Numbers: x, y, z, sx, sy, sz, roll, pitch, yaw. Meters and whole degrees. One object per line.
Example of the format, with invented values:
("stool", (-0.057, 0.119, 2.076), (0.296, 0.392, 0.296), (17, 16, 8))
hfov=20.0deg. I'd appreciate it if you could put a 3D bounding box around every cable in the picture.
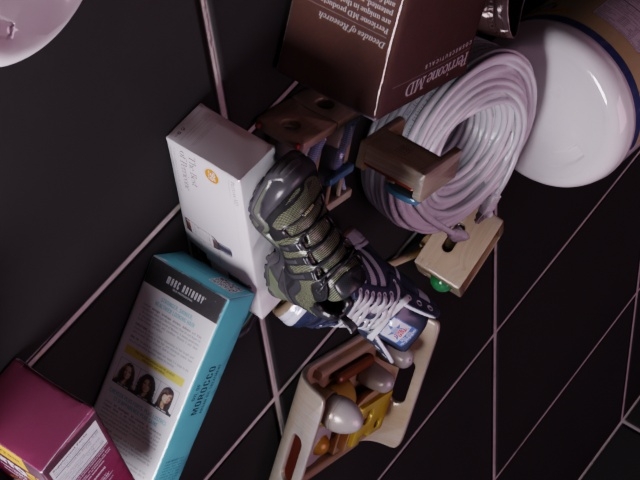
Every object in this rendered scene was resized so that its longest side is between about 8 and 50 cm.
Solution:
("cable", (0.159, -0.128, 2.211), (0.257, 0.089, 0.257), (10, 114, -56))

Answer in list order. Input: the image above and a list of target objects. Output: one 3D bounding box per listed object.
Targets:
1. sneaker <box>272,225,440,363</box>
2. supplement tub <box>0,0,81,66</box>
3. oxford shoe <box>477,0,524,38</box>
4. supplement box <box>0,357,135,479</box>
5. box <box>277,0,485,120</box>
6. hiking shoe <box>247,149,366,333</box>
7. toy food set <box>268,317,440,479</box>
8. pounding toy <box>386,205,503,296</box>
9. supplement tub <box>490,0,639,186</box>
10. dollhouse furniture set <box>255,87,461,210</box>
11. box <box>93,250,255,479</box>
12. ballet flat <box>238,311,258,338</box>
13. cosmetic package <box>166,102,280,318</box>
("sneaker", (0.046, 0.076, 2.079), (0.099, 0.153, 0.282), (-45, 179, 17))
("supplement tub", (-0.257, -0.212, 1.173), (0.144, 0.199, 0.144), (-45, 152, -33))
("oxford shoe", (0.241, -0.367, 2.123), (0.097, 0.098, 0.271), (-17, 132, -58))
("supplement box", (-0.258, 0.207, 1.770), (0.081, 0.104, 0.188), (-51, 154, -19))
("box", (0.094, -0.332, 1.824), (0.191, 0.143, 0.381), (-32, 145, -48))
("hiking shoe", (0.000, 0.000, 1.793), (0.086, 0.114, 0.227), (-48, 154, -23))
("toy food set", (0.048, 0.242, 2.440), (0.306, 0.092, 0.220), (-26, 139, -52))
("pounding toy", (0.166, 0.011, 2.436), (0.141, 0.100, 0.130), (-56, 171, -3))
("supplement tub", (0.370, -0.230, 2.379), (0.316, 0.228, 0.228), (-37, 148, -42))
("dollhouse furniture set", (0.029, -0.061, 1.940), (0.129, 0.183, 0.129), (-35, 146, -45))
("box", (-0.163, 0.142, 1.892), (0.060, 0.100, 0.244), (-8, 125, -63))
("ballet flat", (-0.071, 0.040, 2.015), (0.203, 0.074, 0.074), (-52, 156, -34))
("cosmetic package", (-0.090, -0.025, 1.852), (0.060, 0.099, 0.239), (-48, 153, -27))
